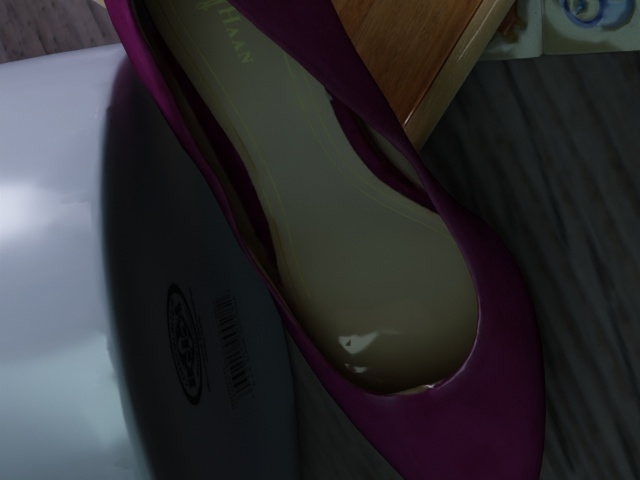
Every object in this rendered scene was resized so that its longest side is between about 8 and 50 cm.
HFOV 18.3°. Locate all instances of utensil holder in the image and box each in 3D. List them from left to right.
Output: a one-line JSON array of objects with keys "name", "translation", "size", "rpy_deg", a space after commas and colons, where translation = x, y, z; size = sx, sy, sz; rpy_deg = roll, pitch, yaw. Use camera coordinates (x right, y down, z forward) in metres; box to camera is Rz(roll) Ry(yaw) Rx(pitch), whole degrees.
[{"name": "utensil holder", "translation": [-0.236, 0.083, 1.015], "size": [0.385, 0.327, 0.328], "rpy_deg": [-11, 100, 13]}]

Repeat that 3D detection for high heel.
[{"name": "high heel", "translation": [0.000, 0.000, 0.939], "size": [0.127, 0.181, 0.377], "rpy_deg": [-25, 102, 19]}]

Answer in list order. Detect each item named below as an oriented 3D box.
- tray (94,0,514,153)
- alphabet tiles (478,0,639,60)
[{"name": "tray", "translation": [0.061, -0.252, 0.979], "size": [0.203, 0.076, 0.411], "rpy_deg": [32, 112, 0]}, {"name": "alphabet tiles", "translation": [0.054, -0.235, 1.044], "size": [0.342, 0.011, 0.285], "rpy_deg": [-2, 103, 12]}]
